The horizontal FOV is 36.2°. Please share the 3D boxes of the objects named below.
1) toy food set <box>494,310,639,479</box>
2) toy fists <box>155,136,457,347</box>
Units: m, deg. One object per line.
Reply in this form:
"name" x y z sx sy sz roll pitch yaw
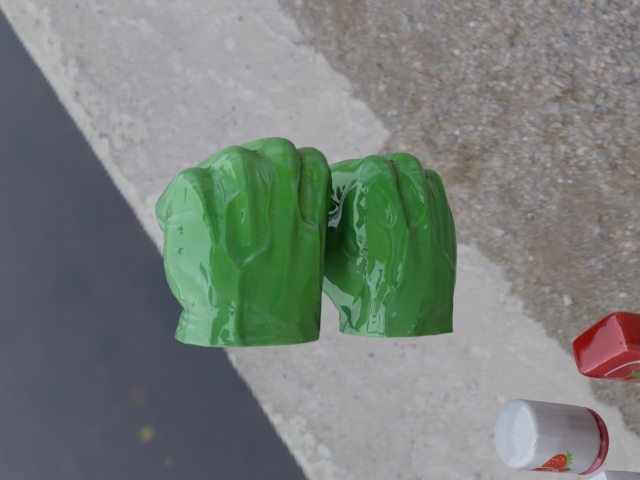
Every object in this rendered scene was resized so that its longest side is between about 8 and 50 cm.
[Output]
"toy food set" 0.185 0.105 0.508 0.232 0.105 0.111 -51 38 46
"toy fists" 0.000 0.000 0.732 0.096 0.279 0.142 4 91 49
